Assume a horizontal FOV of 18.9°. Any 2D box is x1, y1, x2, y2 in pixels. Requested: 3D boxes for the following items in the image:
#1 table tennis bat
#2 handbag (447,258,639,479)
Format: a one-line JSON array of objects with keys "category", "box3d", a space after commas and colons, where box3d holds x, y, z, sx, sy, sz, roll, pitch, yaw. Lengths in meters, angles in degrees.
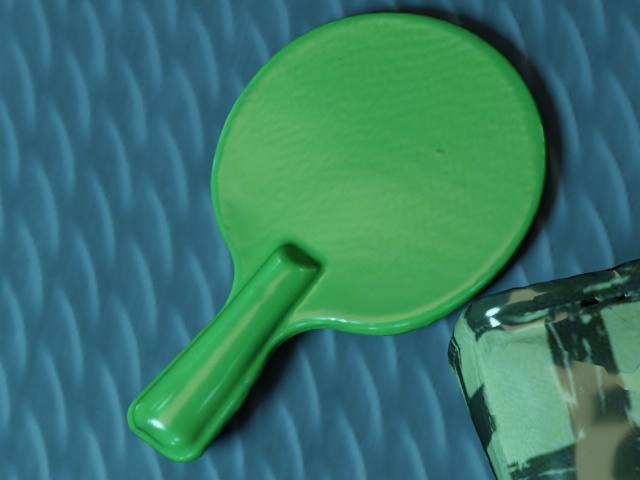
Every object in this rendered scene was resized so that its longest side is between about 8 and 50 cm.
[{"category": "table tennis bat", "box3d": [0.000, 0.000, 0.929, 0.160, 0.039, 0.257, 36, 80, 18]}, {"category": "handbag", "box3d": [0.253, 0.137, 0.769, 0.327, 0.162, 0.325, -18, 74, 2]}]
